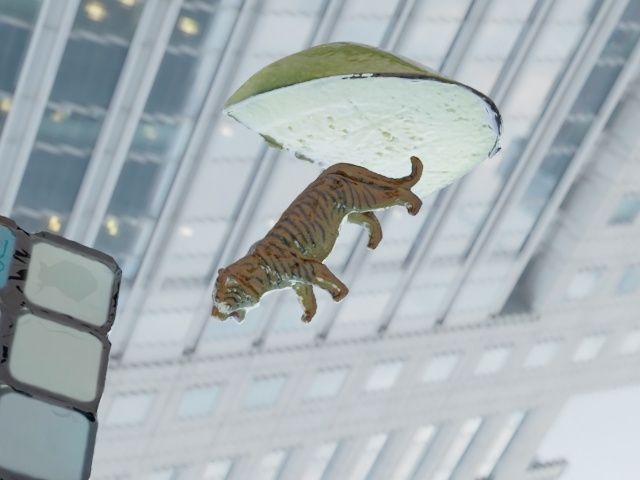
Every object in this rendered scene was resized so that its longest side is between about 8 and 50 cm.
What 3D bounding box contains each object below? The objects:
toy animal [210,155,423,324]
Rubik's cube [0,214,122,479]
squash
[{"bbox_3d":[0.000,0.000,1.543,0.099,0.241,0.057,43,174,-12],"label":"toy animal"},{"bbox_3d":[-0.171,0.079,0.577,0.155,0.151,0.154,21,-140,-18],"label":"Rubik's cube"},{"bbox_3d":[0.056,-0.116,1.648,0.237,0.204,0.155,25,-155,-24],"label":"squash"}]
